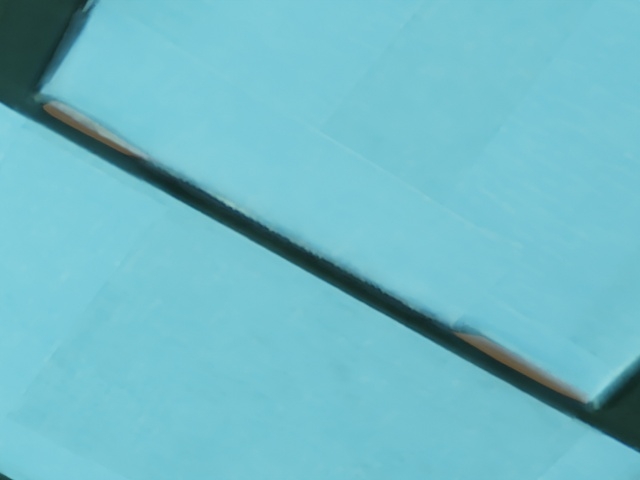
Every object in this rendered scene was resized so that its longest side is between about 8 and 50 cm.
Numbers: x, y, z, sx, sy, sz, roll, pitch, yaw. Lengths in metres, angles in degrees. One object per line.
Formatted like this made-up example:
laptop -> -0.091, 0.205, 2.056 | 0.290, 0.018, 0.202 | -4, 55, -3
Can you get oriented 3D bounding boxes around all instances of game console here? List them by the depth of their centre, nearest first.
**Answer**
game console -> 0.000, 0.000, 0.539 | 0.386, 0.060, 0.342 | 29, 139, -10
